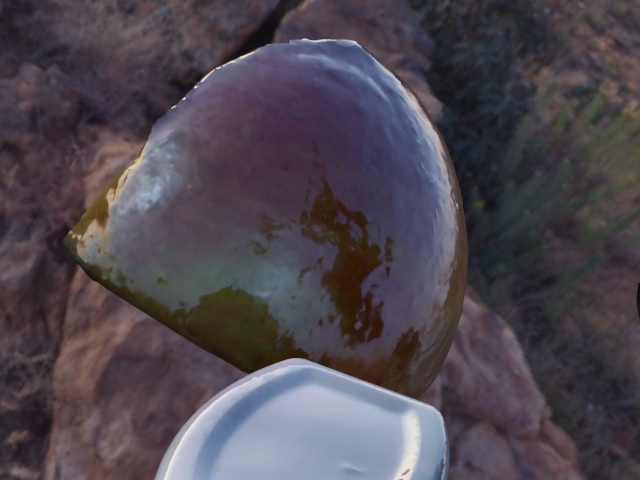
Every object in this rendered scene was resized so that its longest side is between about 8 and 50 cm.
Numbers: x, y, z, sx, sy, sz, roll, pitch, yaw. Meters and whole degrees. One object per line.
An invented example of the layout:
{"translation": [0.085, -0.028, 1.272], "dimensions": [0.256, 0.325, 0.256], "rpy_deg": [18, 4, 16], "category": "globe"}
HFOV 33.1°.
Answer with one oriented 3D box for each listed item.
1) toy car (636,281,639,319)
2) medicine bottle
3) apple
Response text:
{"translation": [0.252, 0.008, 0.576], "dimensions": [0.126, 0.161, 0.098], "rpy_deg": [-16, 42, -13], "category": "toy car"}
{"translation": [-0.030, 0.234, 0.531], "dimensions": [0.124, 0.324, 0.179], "rpy_deg": [16, 25, 16], "category": "medicine bottle"}
{"translation": [0.000, 0.000, 0.750], "dimensions": [0.346, 0.179, 0.254], "rpy_deg": [19, 58, -57], "category": "apple"}
